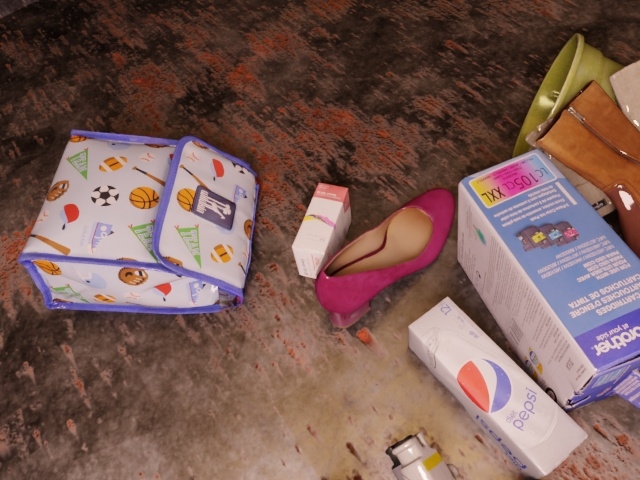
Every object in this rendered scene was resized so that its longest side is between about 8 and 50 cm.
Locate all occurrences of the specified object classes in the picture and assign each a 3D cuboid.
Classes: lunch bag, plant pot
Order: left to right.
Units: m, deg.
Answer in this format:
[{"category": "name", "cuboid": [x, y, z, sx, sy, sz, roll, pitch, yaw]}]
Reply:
[{"category": "lunch bag", "cuboid": [-0.326, -0.035, 0.967, 0.386, 0.238, 0.327, 6, 57, -7]}, {"category": "plant pot", "cuboid": [0.561, -0.229, 0.957, 0.254, 0.276, 0.276, 22, 63, 8]}]

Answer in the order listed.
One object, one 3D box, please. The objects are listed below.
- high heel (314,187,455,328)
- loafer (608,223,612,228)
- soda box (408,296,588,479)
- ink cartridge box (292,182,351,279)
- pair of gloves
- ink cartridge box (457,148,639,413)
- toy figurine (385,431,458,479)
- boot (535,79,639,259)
[{"category": "high heel", "cuboid": [0.139, -0.003, 0.897, 0.127, 0.181, 0.377, 31, 67, 25]}, {"category": "loafer", "cuboid": [0.488, -0.013, 0.905, 0.102, 0.092, 0.268, -21, 58, -7]}, {"category": "soda box", "cuboid": [0.267, 0.232, 0.778, 0.091, 0.098, 0.286, -34, 60, -13]}, {"category": "ink cartridge box", "cuboid": [0.000, 0.000, 0.955, 0.067, 0.115, 0.198, 13, 60, 15]}, {"category": "pair of gloves", "cuboid": [0.505, -0.169, 0.839, 0.240, 0.042, 0.204, -36, 98, 9]}, {"category": "ink cartridge box", "cuboid": [0.370, 0.096, 0.746, 0.151, 0.270, 0.395, -23, 57, 1]}, {"category": "toy figurine", "cuboid": [0.095, 0.372, 0.648, 0.210, 0.213, 0.148, -27, 67, -12]}, {"category": "boot", "cuboid": [0.456, -0.077, 0.759, 0.280, 0.096, 0.264, 40, 82, -7]}]
